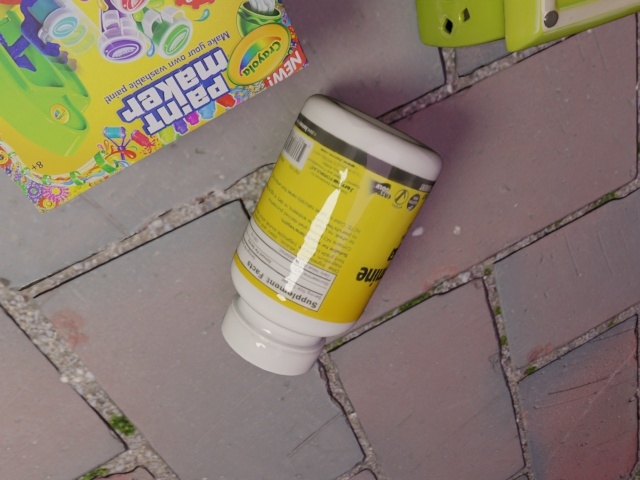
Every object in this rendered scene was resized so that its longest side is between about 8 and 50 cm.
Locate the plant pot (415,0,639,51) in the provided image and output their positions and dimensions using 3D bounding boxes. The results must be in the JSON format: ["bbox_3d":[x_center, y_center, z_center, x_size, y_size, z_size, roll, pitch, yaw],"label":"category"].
[{"bbox_3d":[0.249,-0.345,0.621,0.227,0.207,0.228,-20,121,-11],"label":"plant pot"}]

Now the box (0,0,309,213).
[{"bbox_3d":[-0.214,-0.234,0.508,0.290,0.177,0.279,-31,125,-4],"label":"box"}]

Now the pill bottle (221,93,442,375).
[{"bbox_3d":[0.000,0.000,0.715,0.188,0.188,0.333,17,109,-29],"label":"pill bottle"}]
